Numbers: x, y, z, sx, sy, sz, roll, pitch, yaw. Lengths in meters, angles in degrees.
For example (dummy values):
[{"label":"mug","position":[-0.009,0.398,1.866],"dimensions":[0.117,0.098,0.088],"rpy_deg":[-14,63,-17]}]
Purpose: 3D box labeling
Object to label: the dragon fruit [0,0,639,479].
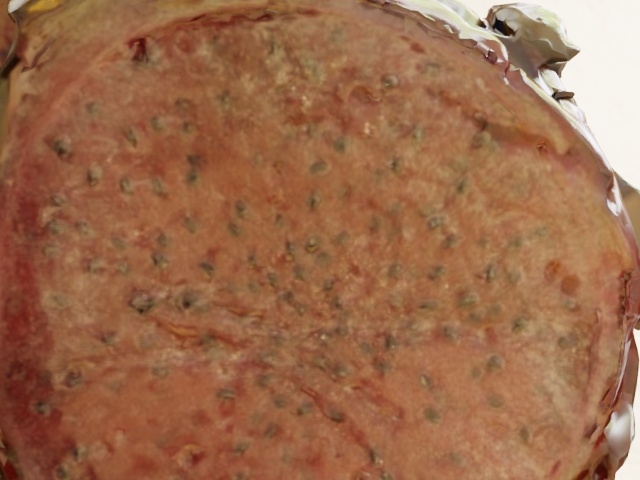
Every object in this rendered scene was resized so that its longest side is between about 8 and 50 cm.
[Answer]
[{"label":"dragon fruit","position":[0.000,0.000,0.829],"dimensions":[0.263,0.296,0.314],"rpy_deg":[-54,140,-80]}]
